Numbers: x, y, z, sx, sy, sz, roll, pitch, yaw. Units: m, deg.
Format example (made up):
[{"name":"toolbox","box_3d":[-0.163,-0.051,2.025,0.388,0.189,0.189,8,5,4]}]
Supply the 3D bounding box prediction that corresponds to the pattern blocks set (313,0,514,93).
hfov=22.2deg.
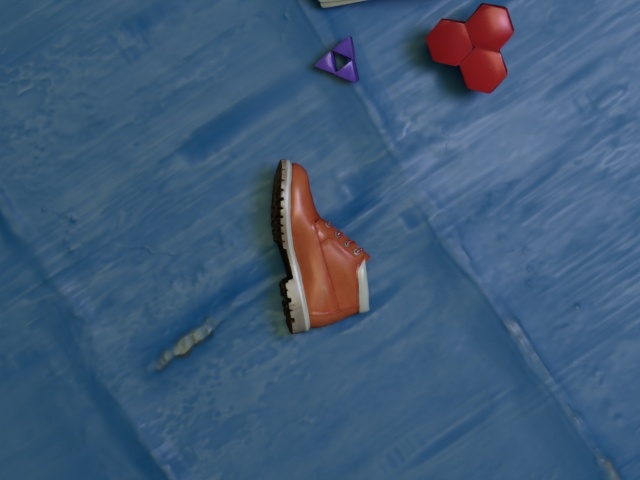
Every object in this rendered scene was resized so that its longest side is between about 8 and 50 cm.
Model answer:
[{"name":"pattern blocks set","box_3d":[0.052,-0.300,1.446,0.285,0.026,0.325,6,108,9]}]

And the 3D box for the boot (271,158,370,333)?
[{"name":"boot","box_3d":[0.000,0.000,1.477,0.084,0.059,0.158,-10,99,-7]}]
